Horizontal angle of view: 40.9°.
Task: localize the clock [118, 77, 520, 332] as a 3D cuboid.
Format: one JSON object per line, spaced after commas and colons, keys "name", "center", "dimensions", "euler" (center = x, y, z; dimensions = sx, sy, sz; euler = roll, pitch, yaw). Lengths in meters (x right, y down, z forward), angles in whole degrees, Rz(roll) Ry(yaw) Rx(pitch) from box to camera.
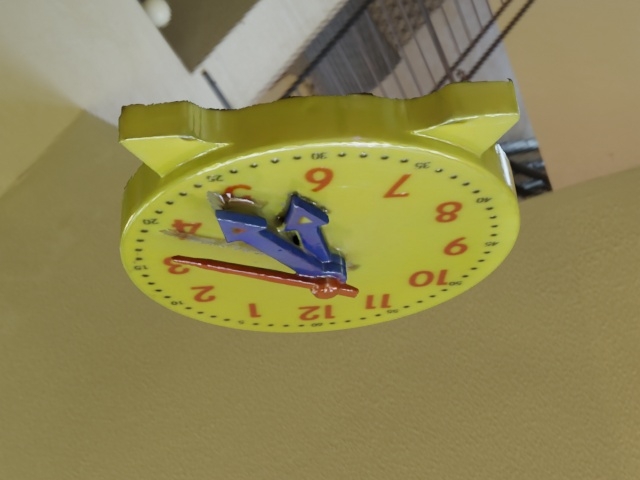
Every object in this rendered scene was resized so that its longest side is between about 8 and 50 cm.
{"name": "clock", "center": [0.001, 0.005, 0.597], "dimensions": [0.276, 0.293, 0.071], "euler": [-7, -117, 3]}
